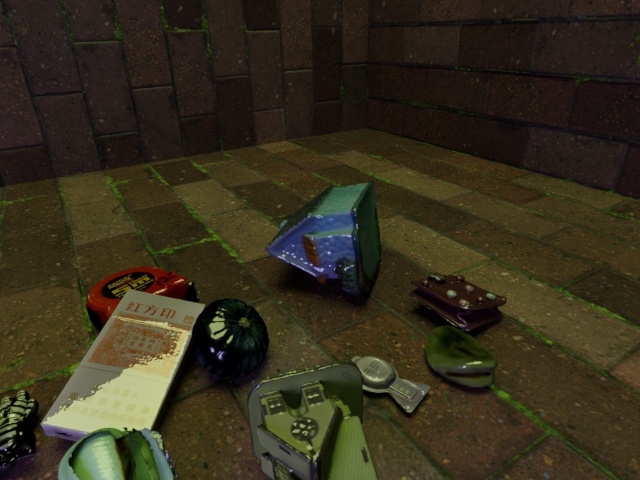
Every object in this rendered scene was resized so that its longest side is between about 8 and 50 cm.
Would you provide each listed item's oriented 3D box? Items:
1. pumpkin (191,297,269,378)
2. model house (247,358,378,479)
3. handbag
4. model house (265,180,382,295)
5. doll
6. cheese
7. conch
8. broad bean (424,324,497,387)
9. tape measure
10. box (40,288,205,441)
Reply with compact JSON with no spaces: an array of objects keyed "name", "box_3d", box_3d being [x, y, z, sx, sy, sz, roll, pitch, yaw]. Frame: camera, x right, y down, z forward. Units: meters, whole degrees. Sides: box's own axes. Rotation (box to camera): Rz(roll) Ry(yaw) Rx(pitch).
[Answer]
[{"name":"pumpkin","box_3d":[-0.213,0.230,1.021,0.150,0.194,0.194,-41,27,8]},{"name":"model house","box_3d":[0.015,0.367,0.688,0.218,0.205,0.279,-10,26,-15]},{"name":"handbag","box_3d":[0.383,0.157,1.202,0.203,0.074,0.216,-3,23,-37]},{"name":"model house","box_3d":[0.000,0.000,1.381,0.338,0.298,0.360,-2,25,17]},{"name":"doll","box_3d":[-0.615,0.380,0.856,0.091,0.067,0.219,-19,25,-25]},{"name":"cheese","box_3d":[0.143,0.316,0.972,0.190,0.042,0.105,21,35,36]},{"name":"conch","box_3d":[-0.314,0.403,0.711,0.250,0.137,0.143,12,29,25]},{"name":"broad bean","box_3d":[0.331,0.275,1.032,0.153,0.073,0.206,-5,14,-14]},{"name":"tape measure","box_3d":[-0.520,0.170,1.224,0.260,0.114,0.253,16,32,37]},{"name":"box","box_3d":[-0.412,0.270,0.961,0.204,0.051,0.365,11,39,-1]}]
